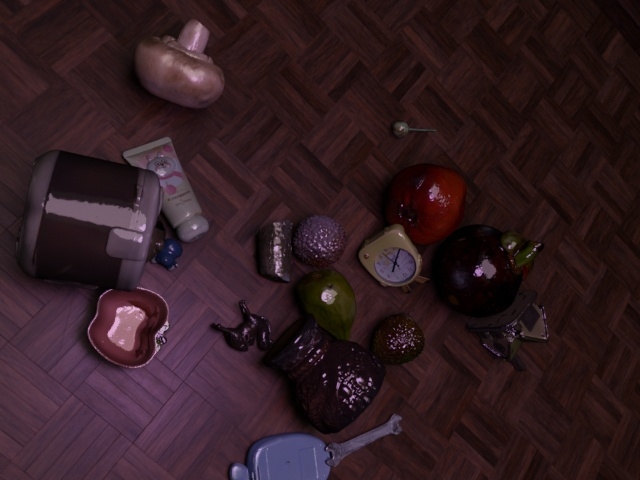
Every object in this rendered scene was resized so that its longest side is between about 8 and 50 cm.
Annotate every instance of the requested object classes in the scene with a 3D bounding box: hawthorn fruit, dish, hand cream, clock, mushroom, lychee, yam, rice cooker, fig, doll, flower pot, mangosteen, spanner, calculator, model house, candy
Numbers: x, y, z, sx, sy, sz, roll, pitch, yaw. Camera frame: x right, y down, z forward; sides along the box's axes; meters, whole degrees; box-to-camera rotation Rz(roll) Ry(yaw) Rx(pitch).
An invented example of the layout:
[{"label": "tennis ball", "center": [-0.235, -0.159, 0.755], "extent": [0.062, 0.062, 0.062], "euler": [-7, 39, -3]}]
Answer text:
[{"label": "hawthorn fruit", "center": [0.352, -0.133, 2.091], "extent": [0.265, 0.265, 0.307], "euler": [56, 42, -6]}, {"label": "dish", "center": [-0.496, 0.225, 1.668], "extent": [0.214, 0.090, 0.213], "euler": [6, 75, -23]}, {"label": "hand cream", "center": [-0.417, -0.140, 1.800], "extent": [0.147, 0.093, 0.305], "euler": [-27, 82, -28]}, {"label": "clock", "center": [0.243, 0.074, 2.041], "extent": [0.232, 0.170, 0.069], "euler": [51, 23, -14]}, {"label": "mushroom", "center": [-0.378, -0.499, 1.797], "extent": [0.260, 0.254, 0.234], "euler": [-5, 123, -62]}, {"label": "lychee", "center": [0.235, 0.311, 1.984], "extent": [0.171, 0.171, 0.171], "euler": [6, 76, -26]}, {"label": "lychee", "center": [0.000, 0.000, 1.929], "extent": [0.165, 0.165, 0.197], "euler": [52, 28, -8]}, {"label": "yam", "center": [-0.132, 0.034, 1.888], "extent": [0.107, 0.107, 0.183], "euler": [2, 78, -26]}, {"label": "rice cooker", "center": [-0.544, -0.040, 1.573], "extent": [0.326, 0.335, 0.334], "euler": [11, 74, -20]}, {"label": "fig", "center": [0.037, 0.185, 1.898], "extent": [0.233, 0.167, 0.167], "euler": [41, 64, -5]}, {"label": "doll", "center": [-0.207, 0.257, 1.828], "extent": [0.139, 0.057, 0.165], "euler": [-45, 105, -30]}, {"label": "doll", "center": [-0.414, 0.038, 1.774], "extent": [0.076, 0.050, 0.083], "euler": [32, 65, -22]}, {"label": "flower pot", "center": [0.000, 0.359, 1.796], "extent": [0.267, 0.266, 0.266], "euler": [43, 64, -7]}, {"label": "mangosteen", "center": [0.540, 0.097, 2.069], "extent": [0.306, 0.360, 0.305], "euler": [5, 83, -55]}, {"label": "spanner", "center": [0.134, 0.595, 1.925], "extent": [0.302, 0.017, 0.071], "euler": [-12, 86, -35]}, {"label": "calculator", "center": [-0.107, 0.638, 1.798], "extent": [0.303, 0.042, 0.188], "euler": [-3, 81, -31]}, {"label": "model house", "center": [0.677, 0.329, 2.173], "extent": [0.205, 0.218, 0.278], "euler": [-44, 104, -26]}, {"label": "candy", "center": [0.332, -0.388, 2.251], "extent": [0.203, 0.061, 0.061], "euler": [-5, 81, -36]}]
